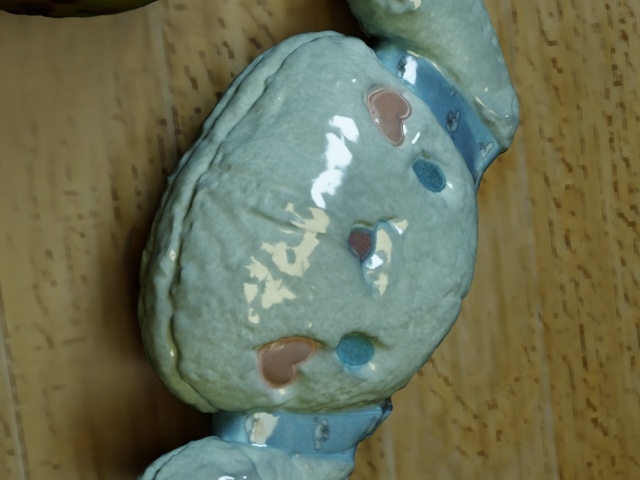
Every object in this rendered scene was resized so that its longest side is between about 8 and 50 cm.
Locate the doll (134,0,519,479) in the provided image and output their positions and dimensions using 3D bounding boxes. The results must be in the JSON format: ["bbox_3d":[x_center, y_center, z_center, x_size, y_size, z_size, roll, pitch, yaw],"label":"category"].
[{"bbox_3d":[0.000,0.000,0.541,0.103,0.071,0.214,30,76,-34],"label":"doll"}]

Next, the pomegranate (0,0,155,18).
[{"bbox_3d":[-0.073,-0.156,0.458,0.159,0.159,0.205,-17,84,-19],"label":"pomegranate"}]
